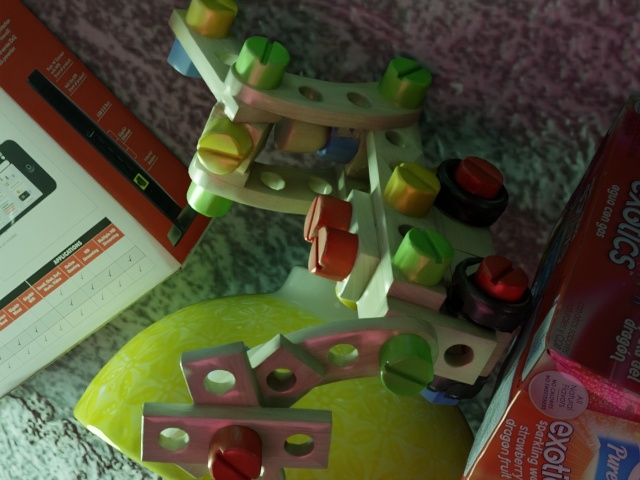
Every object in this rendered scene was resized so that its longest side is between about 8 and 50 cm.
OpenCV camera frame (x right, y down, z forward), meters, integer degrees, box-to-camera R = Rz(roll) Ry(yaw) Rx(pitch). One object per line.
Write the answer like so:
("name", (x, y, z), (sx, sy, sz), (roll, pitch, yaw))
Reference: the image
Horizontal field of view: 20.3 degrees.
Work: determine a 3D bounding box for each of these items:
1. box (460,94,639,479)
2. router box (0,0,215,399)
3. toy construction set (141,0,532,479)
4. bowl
("box", (0.182, 0.049, 1.019), (0.122, 0.257, 0.128), (26, 130, 1))
("router box", (-0.288, -0.031, 1.256), (0.335, 0.082, 0.301), (-34, 107, 36))
("toy construction set", (0.000, 0.000, 1.040), (0.215, 0.328, 0.151), (17, 138, -15))
("bowl", (0.000, 0.110, 1.179), (0.289, 0.289, 0.156), (26, 86, 2))
